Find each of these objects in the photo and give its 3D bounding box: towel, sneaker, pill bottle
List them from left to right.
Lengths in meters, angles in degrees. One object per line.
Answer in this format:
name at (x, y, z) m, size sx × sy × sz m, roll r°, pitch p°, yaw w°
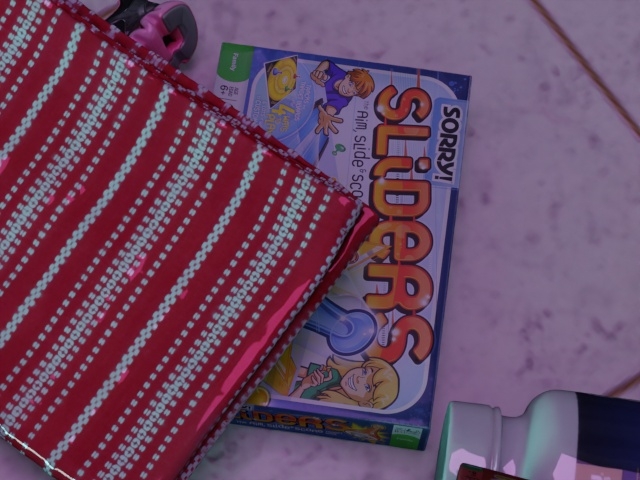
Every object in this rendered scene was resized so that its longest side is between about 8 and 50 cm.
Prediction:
towel at (-0.134, -0.011, 0.925) m, size 0.275 × 0.031 × 0.199 m, roll 35°, pitch 85°, yaw 19°
sneaker at (-0.120, -0.087, 0.999) m, size 0.057 × 0.047 × 0.119 m, roll 26°, pitch 64°, yaw 34°
pill bottle at (0.139, 0.121, 0.878) m, size 0.169 × 0.094 × 0.094 m, roll 7°, pitch 65°, yaw 1°

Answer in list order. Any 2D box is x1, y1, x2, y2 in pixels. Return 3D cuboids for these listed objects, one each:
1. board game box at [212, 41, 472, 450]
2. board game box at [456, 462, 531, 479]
board game box at (0.000, 0.000, 0.961) m, size 0.136 × 0.035 × 0.201 m, roll 7°, pitch 65°, yaw 1°
board game box at (0.181, 0.201, 0.830) m, size 0.281 × 0.027 × 0.145 m, roll 14°, pitch 109°, yaw 4°
